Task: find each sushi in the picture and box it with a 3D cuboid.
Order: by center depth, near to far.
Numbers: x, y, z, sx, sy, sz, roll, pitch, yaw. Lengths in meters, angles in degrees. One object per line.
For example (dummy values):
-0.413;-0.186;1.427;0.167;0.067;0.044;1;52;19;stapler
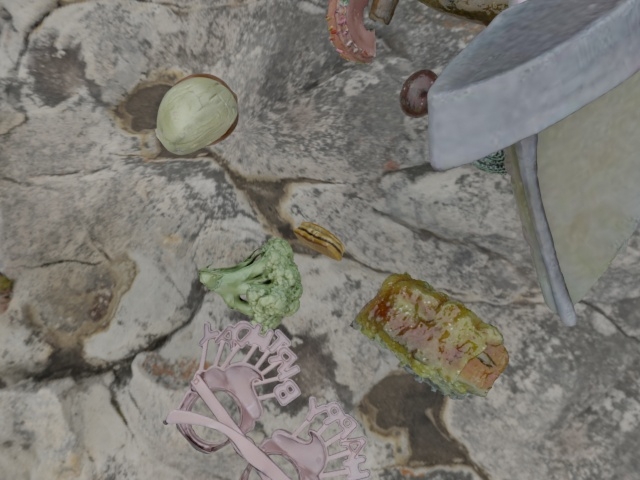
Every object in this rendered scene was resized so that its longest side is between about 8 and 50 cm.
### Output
0.174;0.153;0.932;0.139;0.274;0.184;-49;143;-8;sushi

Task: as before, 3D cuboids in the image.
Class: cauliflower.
-0.180;0.147;1.673;0.281;0.260;0.327;-16;122;-36;cauliflower

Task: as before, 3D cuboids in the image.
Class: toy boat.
0.241;-0.107;0.516;0.276;0.111;0.293;-48;126;-1;toy boat

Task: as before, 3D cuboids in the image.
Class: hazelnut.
-0.341;-0.383;1.653;0.214;0.176;0.215;-5;115;-11;hazelnut

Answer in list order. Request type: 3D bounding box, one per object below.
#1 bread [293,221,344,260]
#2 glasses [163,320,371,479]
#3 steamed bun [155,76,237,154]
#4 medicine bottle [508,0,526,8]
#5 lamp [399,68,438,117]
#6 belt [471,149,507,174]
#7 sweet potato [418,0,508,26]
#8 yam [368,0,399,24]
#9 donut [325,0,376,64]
0.000;0.000;1.993;0.077;0.200;0.116;-51;138;-15;bread
-0.062;0.197;0.624;0.162;0.095;0.255;-42;83;-15;glasses
-0.192;-0.196;0.857;0.130;0.112;0.091;-37;92;-34;steamed bun
0.456;-0.381;0.879;0.256;0.324;0.256;11;111;31;medicine bottle
0.329;-0.461;1.796;0.134;0.157;0.156;31;118;21;lamp
0.403;-0.273;1.325;0.295;0.206;0.160;52;61;-27;belt
0.453;-0.728;1.714;0.422;0.130;0.131;16;99;17;sweet potato
0.139;-0.514;1.028;0.056;0.057;0.241;8;129;-9;yam
0.056;-0.427;1.089;0.117;0.065;0.166;-8;101;-47;donut
